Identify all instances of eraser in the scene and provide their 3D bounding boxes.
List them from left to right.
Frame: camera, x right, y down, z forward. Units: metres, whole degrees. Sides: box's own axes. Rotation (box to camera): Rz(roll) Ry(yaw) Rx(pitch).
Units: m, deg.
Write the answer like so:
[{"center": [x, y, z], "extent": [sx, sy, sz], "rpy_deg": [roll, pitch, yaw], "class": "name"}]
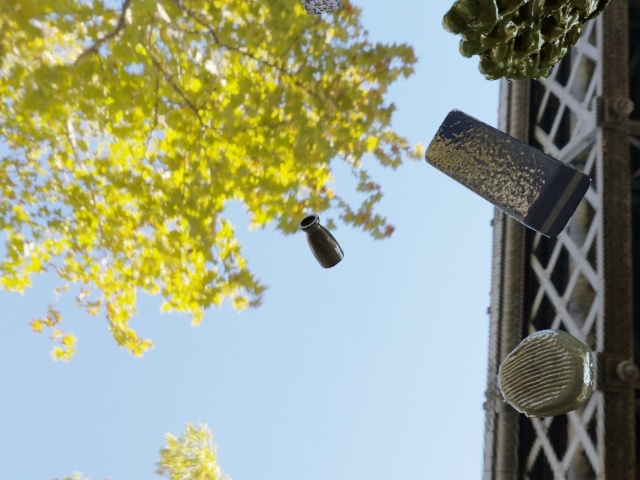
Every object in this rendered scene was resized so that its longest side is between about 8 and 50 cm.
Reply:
[{"center": [0.215, -0.087, 0.886], "extent": [0.036, 0.225, 0.082], "rpy_deg": [19, -75, -37], "class": "eraser"}]

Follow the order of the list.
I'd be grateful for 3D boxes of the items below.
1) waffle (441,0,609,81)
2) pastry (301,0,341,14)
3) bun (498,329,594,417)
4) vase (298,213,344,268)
[{"center": [0.290, -0.343, 0.919], "extent": [0.073, 0.297, 0.317], "rpy_deg": [40, -70, 41], "class": "waffle"}, {"center": [-0.001, -0.534, 1.514], "extent": [0.112, 0.265, 0.103], "rpy_deg": [-10, -90, -4], "class": "pastry"}, {"center": [0.420, 0.251, 1.352], "extent": [0.113, 0.173, 0.167], "rpy_deg": [32, -111, -38], "class": "bun"}, {"center": [0.000, 0.000, 1.376], "extent": [0.053, 0.053, 0.101], "rpy_deg": [-42, -60, -17], "class": "vase"}]
